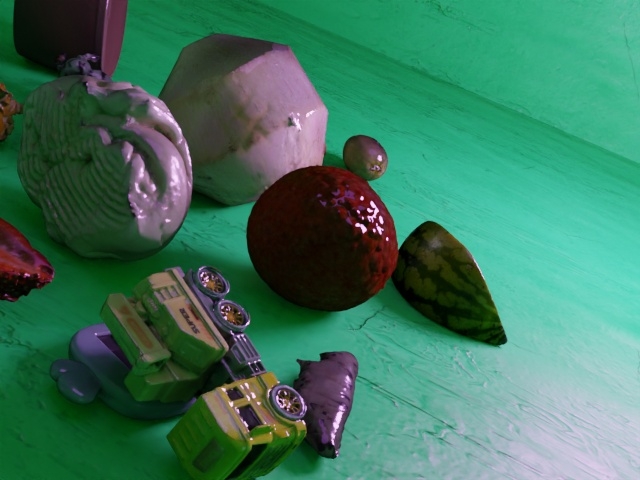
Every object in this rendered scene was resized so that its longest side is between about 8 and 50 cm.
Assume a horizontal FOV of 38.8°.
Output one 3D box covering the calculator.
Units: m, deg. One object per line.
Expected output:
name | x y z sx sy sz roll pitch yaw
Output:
calculator | -0.221 0.164 1.195 0.185 0.041 0.299 35 27 31

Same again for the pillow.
pillow | -0.001 0.211 1.248 0.093 0.051 0.241 20 27 1

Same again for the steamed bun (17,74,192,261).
steamed bun | -0.327 -0.111 1.454 0.206 0.275 0.320 3 63 -57

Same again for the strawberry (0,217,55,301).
strawberry | -0.478 0.022 1.237 0.228 0.098 0.174 16 25 -15

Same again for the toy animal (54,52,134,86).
toy animal | -0.449 -0.314 1.938 0.255 0.090 0.170 35 12 12

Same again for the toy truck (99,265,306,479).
toy truck | -0.149 0.157 1.075 0.157 0.124 0.272 -8 55 -49

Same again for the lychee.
lychee | 0.000 0.000 1.496 0.255 0.300 0.255 9 57 -14

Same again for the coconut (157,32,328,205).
coconut | -0.167 -0.239 1.770 0.353 0.352 0.352 16 24 -8

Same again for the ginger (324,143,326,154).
ginger | -0.034 -0.205 2.075 0.095 0.069 0.190 39 21 -12

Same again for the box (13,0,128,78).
box | -0.572 -0.530 2.096 0.216 0.301 0.301 12 25 -6

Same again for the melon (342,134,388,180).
melon | 0.101 -0.196 2.120 0.099 0.099 0.162 10 21 -21

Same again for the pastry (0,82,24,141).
pastry | -0.658 -0.265 1.633 0.250 0.154 0.102 14 23 -7

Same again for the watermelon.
watermelon | 0.206 0.076 1.663 0.128 0.159 0.303 -29 39 -8
